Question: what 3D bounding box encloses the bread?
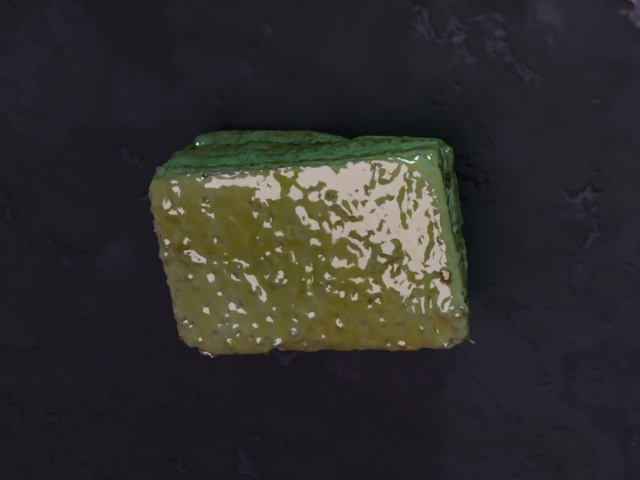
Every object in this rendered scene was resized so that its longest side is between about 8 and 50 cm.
[{"bbox_3d":[0.000,0.000,1.010,0.196,0.102,0.138,-3,115,18],"label":"bread"}]
